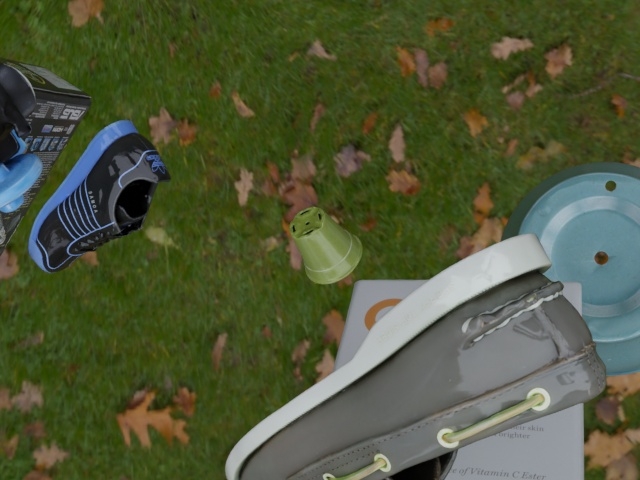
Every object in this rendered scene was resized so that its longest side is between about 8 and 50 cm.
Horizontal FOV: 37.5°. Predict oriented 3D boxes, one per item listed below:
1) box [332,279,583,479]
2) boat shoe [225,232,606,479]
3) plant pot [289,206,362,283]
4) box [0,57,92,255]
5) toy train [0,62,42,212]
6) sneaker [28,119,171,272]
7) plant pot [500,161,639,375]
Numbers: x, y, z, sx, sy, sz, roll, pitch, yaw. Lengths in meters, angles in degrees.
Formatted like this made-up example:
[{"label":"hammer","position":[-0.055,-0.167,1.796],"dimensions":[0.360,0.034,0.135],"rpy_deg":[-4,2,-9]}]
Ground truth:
[{"label":"box","position":[0.115,0.208,0.809],"dimensions":[0.215,0.345,0.168],"rpy_deg":[0,130,16]},{"label":"boat shoe","position":[0.040,0.113,0.562],"dimensions":[0.109,0.091,0.305],"rpy_deg":[-15,157,-43]},{"label":"plant pot","position":[0.000,0.000,1.206],"dimensions":[0.083,0.083,0.079],"rpy_deg":[-35,133,2]},{"label":"box","position":[-0.445,-0.067,1.102],"dimensions":[0.097,0.395,0.318],"rpy_deg":[31,99,4]},{"label":"toy train","position":[-0.201,-0.014,0.392],"dimensions":[0.184,0.105,0.080],"rpy_deg":[-52,127,-35]},{"label":"sneaker","position":[-0.256,-0.027,1.086],"dimensions":[0.090,0.081,0.232],"rpy_deg":[50,122,16]},{"label":"plant pot","position":[0.328,0.026,1.102],"dimensions":[0.272,0.255,0.271],"rpy_deg":[-2,84,18]}]
